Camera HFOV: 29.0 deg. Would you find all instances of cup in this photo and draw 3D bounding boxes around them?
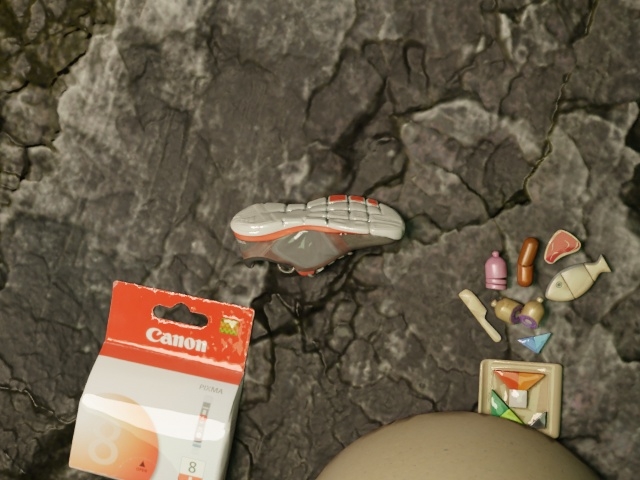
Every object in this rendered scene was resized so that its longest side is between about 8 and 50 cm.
[{"bbox_3d":[0.100,0.326,1.003,0.331,0.237,0.331,1,95,13],"label":"cup"}]

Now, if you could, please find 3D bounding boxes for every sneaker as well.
[{"bbox_3d":[0.000,0.000,1.120,0.158,0.061,0.064,0,119,12],"label":"sneaker"}]

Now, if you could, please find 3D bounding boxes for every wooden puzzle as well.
[{"bbox_3d":[0.178,0.142,1.101,0.079,0.014,0.116,-5,91,11],"label":"wooden puzzle"}]

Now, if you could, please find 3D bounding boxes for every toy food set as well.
[{"bbox_3d":[0.186,0.033,1.092,0.122,0.019,0.078,-38,85,10],"label":"toy food set"}]

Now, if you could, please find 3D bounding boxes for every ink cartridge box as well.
[{"bbox_3d":[-0.147,0.140,1.151,0.145,0.045,0.179,11,96,10],"label":"ink cartridge box"}]
